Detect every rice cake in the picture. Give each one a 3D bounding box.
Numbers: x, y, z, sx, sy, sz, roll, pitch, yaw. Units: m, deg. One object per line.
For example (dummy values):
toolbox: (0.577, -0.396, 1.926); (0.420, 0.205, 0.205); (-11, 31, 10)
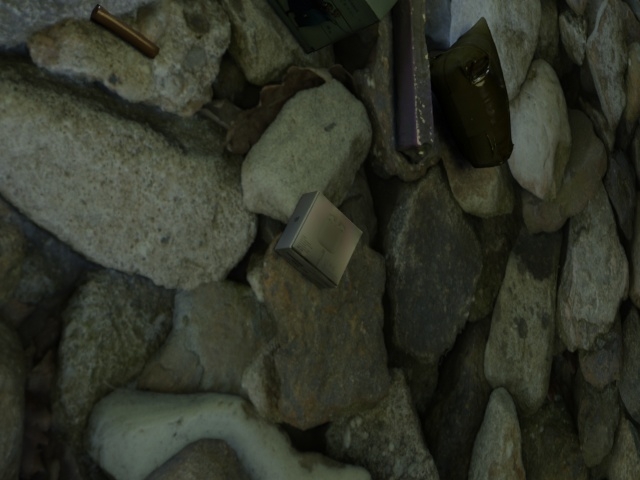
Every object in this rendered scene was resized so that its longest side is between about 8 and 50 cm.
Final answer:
rice cake: (0.192, -0.364, 1.543); (0.064, 0.070, 0.399); (3, 82, -36)

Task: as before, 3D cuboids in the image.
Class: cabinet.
cabinet: (0.028, -0.460, 1.326); (0.145, 0.206, 0.150); (49, 57, -24)

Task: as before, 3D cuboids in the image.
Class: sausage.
sausage: (-0.304, -0.325, 1.147); (0.116, 0.026, 0.026); (31, 65, -34)

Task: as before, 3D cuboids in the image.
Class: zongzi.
zongzi: (0.374, -0.338, 1.658); (0.300, 0.145, 0.274); (-51, 122, -44)

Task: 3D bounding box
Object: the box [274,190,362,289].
box: (0.000, 0.000, 1.342); (0.130, 0.051, 0.129); (42, 59, -29)
